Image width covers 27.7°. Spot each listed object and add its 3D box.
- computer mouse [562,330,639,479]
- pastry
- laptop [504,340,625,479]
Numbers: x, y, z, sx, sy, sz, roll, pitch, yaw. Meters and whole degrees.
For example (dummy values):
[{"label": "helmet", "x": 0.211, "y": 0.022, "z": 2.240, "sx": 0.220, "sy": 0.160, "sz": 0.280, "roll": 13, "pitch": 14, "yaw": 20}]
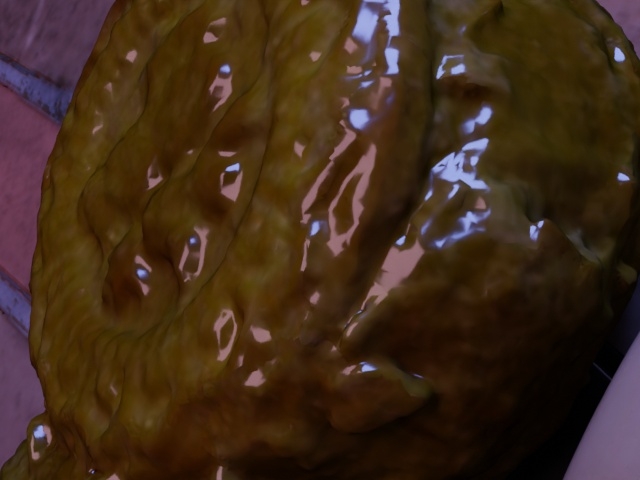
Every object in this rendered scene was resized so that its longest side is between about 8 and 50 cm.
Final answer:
[{"label": "computer mouse", "x": 0.135, "y": 0.062, "z": 0.310, "sx": 0.145, "sy": 0.082, "sz": 0.236, "roll": 27, "pitch": 82, "yaw": 44}, {"label": "pastry", "x": 0.000, "y": 0.000, "z": 0.450, "sx": 0.240, "sy": 0.132, "sz": 0.235, "roll": -7, "pitch": 70, "yaw": 55}, {"label": "laptop", "x": 0.084, "y": 0.113, "z": 0.395, "sx": 0.129, "sy": 0.016, "sz": 0.180, "roll": -53, "pitch": 44, "yaw": 10}]
